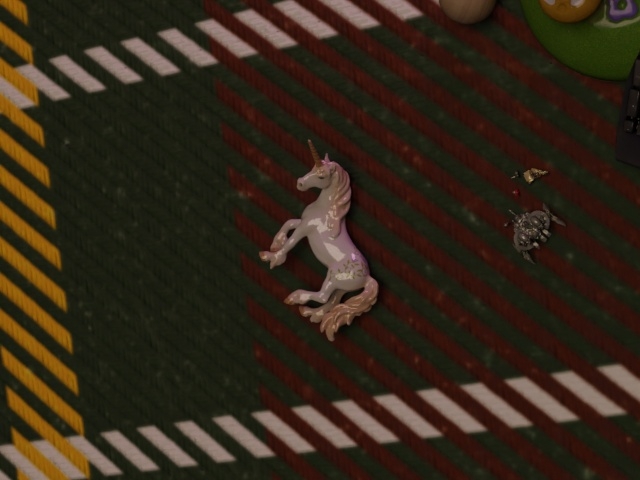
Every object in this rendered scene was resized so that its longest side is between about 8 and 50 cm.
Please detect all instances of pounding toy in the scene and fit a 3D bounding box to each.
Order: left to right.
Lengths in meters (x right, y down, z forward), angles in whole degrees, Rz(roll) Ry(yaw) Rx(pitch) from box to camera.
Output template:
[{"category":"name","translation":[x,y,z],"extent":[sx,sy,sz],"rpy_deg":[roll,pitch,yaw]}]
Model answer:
[{"category":"pounding toy","translation":[0.215,-0.235,1.258],"extent":[0.236,0.110,0.183],"rpy_deg":[22,98,21]}]

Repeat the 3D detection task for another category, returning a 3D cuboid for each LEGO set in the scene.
[{"category":"LEGO set","translation":[0.180,-0.022,1.318],"extent":[0.054,0.023,0.083],"rpy_deg":[-21,82,22]}]

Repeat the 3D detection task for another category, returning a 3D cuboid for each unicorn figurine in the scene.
[{"category":"unicorn figurine","translation":[0.000,0.000,1.383],"extent":[0.111,0.060,0.162],"rpy_deg":[-34,93,19]}]

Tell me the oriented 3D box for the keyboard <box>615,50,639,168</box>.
[{"category":"keyboard","translation":[0.363,-0.034,1.176],"extent":[0.317,0.033,0.202],"rpy_deg":[23,122,40]}]
